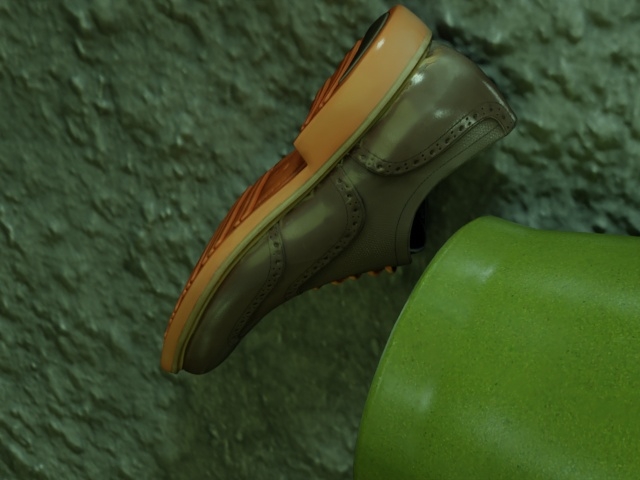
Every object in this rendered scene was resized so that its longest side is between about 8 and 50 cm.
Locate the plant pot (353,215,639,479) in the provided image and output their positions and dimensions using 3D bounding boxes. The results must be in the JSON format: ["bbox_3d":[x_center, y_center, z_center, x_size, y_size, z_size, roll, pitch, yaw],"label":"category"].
[{"bbox_3d":[0.226,0.148,0.919,0.353,0.366,0.366,21,124,23],"label":"plant pot"}]

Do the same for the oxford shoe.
[{"bbox_3d":[0.000,0.000,1.027,0.133,0.130,0.364,35,125,-8],"label":"oxford shoe"}]
